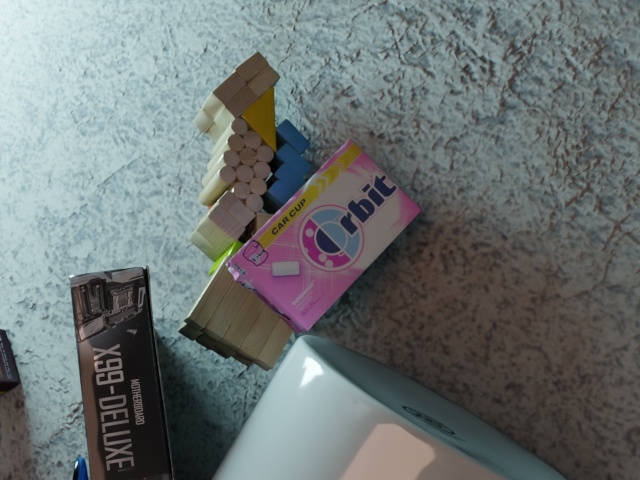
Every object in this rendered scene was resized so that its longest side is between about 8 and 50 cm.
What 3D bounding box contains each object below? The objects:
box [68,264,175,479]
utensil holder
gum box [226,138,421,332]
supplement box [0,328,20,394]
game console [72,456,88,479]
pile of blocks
[{"bbox_3d":[-0.198,0.182,1.033,0.076,0.307,0.243,-7,74,-10],"label":"box"},{"bbox_3d":[0.017,0.323,0.893,0.327,0.327,0.386,29,91,27],"label":"utensil holder"},{"bbox_3d":[0.000,0.000,1.042,0.107,0.062,0.188,45,76,-2],"label":"gum box"},{"bbox_3d":[-0.479,0.160,1.229,0.104,0.188,0.081,-29,70,18],"label":"supplement box"},{"bbox_3d":[-0.331,0.410,1.076,0.250,0.173,0.293,-13,55,18],"label":"game console"},{"bbox_3d":[-0.080,-0.027,1.136,0.112,0.148,0.362,143,134,-62],"label":"pile of blocks"}]
